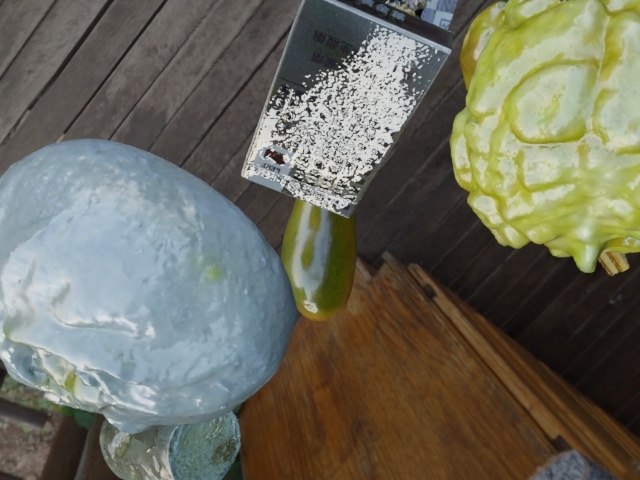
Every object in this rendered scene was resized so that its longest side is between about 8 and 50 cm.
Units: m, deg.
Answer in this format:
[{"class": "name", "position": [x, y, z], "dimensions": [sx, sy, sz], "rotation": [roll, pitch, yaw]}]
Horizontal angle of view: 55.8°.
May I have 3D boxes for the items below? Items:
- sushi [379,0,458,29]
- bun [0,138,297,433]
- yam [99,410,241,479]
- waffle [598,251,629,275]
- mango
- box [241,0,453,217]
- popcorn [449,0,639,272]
[{"class": "sushi", "position": [0.124, -0.397, 0.941], "dimensions": [0.192, 0.050, 0.215], "rotation": [18, 93, 0]}, {"class": "bun", "position": [-0.210, 0.066, 0.633], "dimensions": [0.362, 0.211, 0.361], "rotation": [18, 146, 13]}, {"class": "yam", "position": [-0.254, 0.343, 1.011], "dimensions": [0.255, 0.154, 0.154], "rotation": [-15, 125, 38]}, {"class": "waffle", "position": [0.547, -0.010, 1.184], "dimensions": [0.042, 0.102, 0.148], "rotation": [-27, 124, 30]}, {"class": "mango", "position": [0.003, 0.001, 1.072], "dimensions": [0.146, 0.129, 0.288], "rotation": [-4, 107, -53]}, {"class": "box", "position": [0.018, -0.167, 0.798], "dimensions": [0.181, 0.047, 0.324], "rotation": [20, 142, -8]}, {"class": "popcorn", "position": [0.217, -0.100, 0.456], "dimensions": [0.237, 0.251, 0.206], "rotation": [33, 144, -8]}]
